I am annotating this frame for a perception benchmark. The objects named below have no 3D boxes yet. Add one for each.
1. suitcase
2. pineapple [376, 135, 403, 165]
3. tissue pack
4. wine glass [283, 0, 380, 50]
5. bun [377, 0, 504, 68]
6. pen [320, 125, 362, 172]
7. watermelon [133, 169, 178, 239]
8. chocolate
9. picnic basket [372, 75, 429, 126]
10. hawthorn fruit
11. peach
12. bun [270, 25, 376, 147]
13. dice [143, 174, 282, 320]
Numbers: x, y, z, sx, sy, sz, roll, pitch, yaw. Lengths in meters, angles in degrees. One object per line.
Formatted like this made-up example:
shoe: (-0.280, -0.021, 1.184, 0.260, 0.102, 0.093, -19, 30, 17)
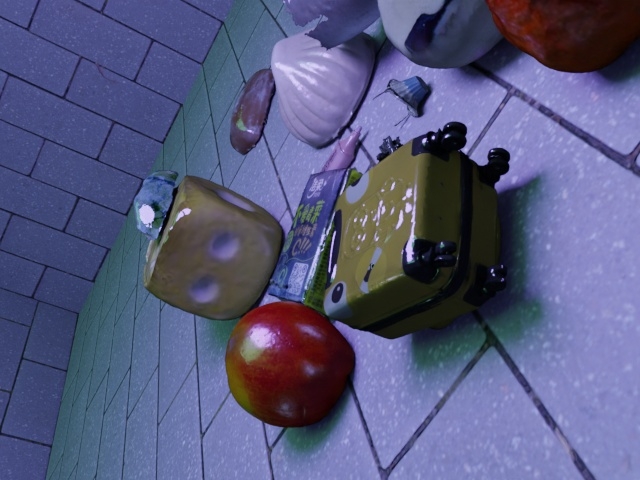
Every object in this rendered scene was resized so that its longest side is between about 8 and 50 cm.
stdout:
suitcase: (0.114, 0.004, 0.789, 0.235, 0.143, 0.194, -34, 40, 51)
pineapple: (0.116, -0.100, 0.983, 0.074, 0.074, 0.159, -54, 21, 27)
tissue pack: (0.000, 0.000, 1.128, 0.173, 0.073, 0.236, 1, 69, 65)
wine glass: (0.091, -0.482, 1.152, 0.356, 0.190, 0.191, -25, 43, 29)
bun: (0.204, -0.374, 0.933, 0.283, 0.179, 0.284, 180, 90, -66)
pen: (0.024, -0.132, 1.254, 0.197, 0.032, 0.053, -56, 25, 27)
watermelon: (-0.362, -0.065, 1.421, 0.139, 0.071, 0.187, -52, 25, 46)
chocolate: (-0.204, -0.375, 1.911, 0.161, 0.083, 0.262, -31, 42, 56)
picnic basket: (0.130, -0.228, 1.077, 0.083, 0.065, 0.083, -36, 39, 22)
hawthorn fruit: (0.237, -0.297, 0.680, 0.207, 0.243, 0.208, -50, 28, 40)
peach: (-0.043, 0.182, 1.001, 0.190, 0.192, 0.190, 14, -90, -76)
bun: (-0.023, -0.336, 1.369, 0.263, 0.175, 0.263, -49, 27, 35)
dice: (-0.230, 0.016, 1.416, 0.233, 0.226, 0.238, -62, 22, 10)
